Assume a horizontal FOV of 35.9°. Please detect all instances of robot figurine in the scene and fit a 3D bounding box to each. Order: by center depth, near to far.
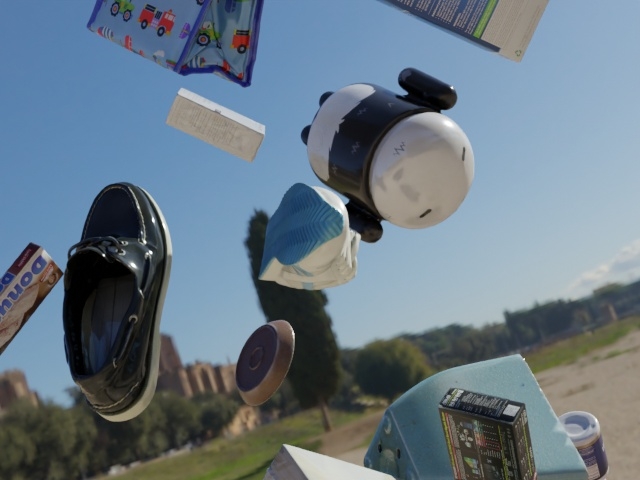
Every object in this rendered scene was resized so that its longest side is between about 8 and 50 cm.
[{"bbox_3d":[0.094,-0.124,1.410,0.173,0.209,0.278,-21,34,-29],"label":"robot figurine"}]

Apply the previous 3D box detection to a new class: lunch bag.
[{"bbox_3d":[-0.168,-0.385,1.331,0.221,0.293,0.138,30,18,38],"label":"lunch bag"}]

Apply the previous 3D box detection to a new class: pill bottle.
[{"bbox_3d":[0.525,0.434,1.980,0.094,0.169,0.094,-15,29,9],"label":"pill bottle"}]

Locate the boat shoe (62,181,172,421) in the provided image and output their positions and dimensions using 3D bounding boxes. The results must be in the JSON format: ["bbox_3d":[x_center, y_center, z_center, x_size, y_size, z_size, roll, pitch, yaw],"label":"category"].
[{"bbox_3d":[-0.273,0.053,1.256,0.127,0.340,0.113,-11,-31,20],"label":"boat shoe"}]

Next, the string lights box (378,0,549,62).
[{"bbox_3d":[0.161,-0.340,1.257,0.259,0.133,0.077,22,11,-14],"label":"string lights box"}]

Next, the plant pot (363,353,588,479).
[{"bbox_3d":[0.216,0.354,1.557,0.252,0.248,0.247,0,-48,-22],"label":"plant pot"}]

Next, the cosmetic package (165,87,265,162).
[{"bbox_3d":[-0.251,-0.280,2.389,0.231,0.085,0.117,23,15,-10],"label":"cosmetic package"}]

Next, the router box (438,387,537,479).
[{"bbox_3d":[0.190,0.230,1.116,0.092,0.122,0.038,8,37,33],"label":"router box"}]

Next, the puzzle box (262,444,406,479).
[{"bbox_3d":[0.159,0.337,0.971,0.409,0.052,0.272,24,9,-32],"label":"puzzle box"}]

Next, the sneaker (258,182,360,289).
[{"bbox_3d":[0.000,0.000,1.012,0.092,0.087,0.228,11,-11,-11],"label":"sneaker"}]

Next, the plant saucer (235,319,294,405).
[{"bbox_3d":[-0.110,0.222,1.829,0.029,0.168,0.168,28,-37,-30],"label":"plant saucer"}]

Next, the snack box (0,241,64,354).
[{"bbox_3d":[-0.379,0.089,1.174,0.178,0.022,0.064,-56,-31,-23],"label":"snack box"}]
